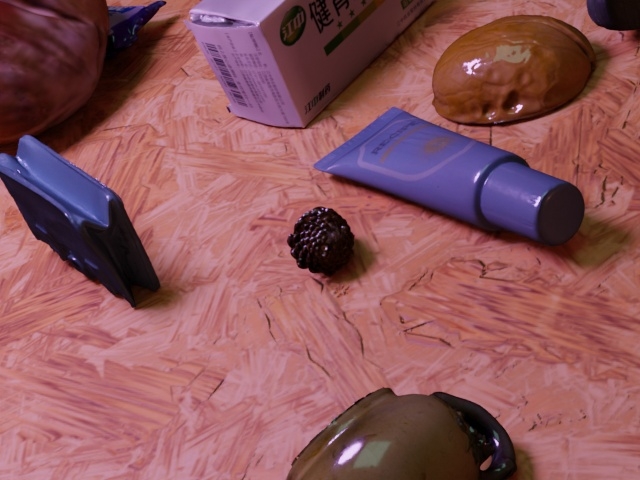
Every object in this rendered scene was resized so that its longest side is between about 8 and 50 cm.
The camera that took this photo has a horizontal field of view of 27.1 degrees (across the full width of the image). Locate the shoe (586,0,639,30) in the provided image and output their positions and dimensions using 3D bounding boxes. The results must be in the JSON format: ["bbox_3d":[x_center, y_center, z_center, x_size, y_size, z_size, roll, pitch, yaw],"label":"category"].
[{"bbox_3d":[0.385,-0.360,1.705,0.149,0.109,0.293,8,44,43],"label":"shoe"}]

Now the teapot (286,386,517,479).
[{"bbox_3d":[0.082,0.222,1.110,0.269,0.173,0.182,-25,65,-44],"label":"teapot"}]

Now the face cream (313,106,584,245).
[{"bbox_3d":[0.143,-0.077,1.502,0.135,0.086,0.385,-37,33,-18],"label":"face cream"}]

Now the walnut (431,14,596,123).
[{"bbox_3d":[0.226,-0.222,1.631,0.211,0.087,0.167,-13,41,16],"label":"walnut"}]

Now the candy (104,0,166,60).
[{"bbox_3d":[-0.374,-0.334,2.140,0.275,0.070,0.145,-1,35,35],"label":"candy"}]

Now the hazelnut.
[{"bbox_3d":[-0.491,-0.303,1.969,0.372,0.315,0.372,-1,67,3],"label":"hazelnut"}]

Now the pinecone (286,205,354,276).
[{"bbox_3d":[0.000,0.000,1.495,0.077,0.077,0.083,-25,11,-1],"label":"pinecone"}]

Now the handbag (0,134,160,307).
[{"bbox_3d":[-0.298,-0.020,1.610,0.062,0.179,0.229,-40,45,-20],"label":"handbag"}]

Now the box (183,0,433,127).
[{"bbox_3d":[-0.008,-0.318,1.814,0.145,0.173,0.333,16,52,43],"label":"box"}]
